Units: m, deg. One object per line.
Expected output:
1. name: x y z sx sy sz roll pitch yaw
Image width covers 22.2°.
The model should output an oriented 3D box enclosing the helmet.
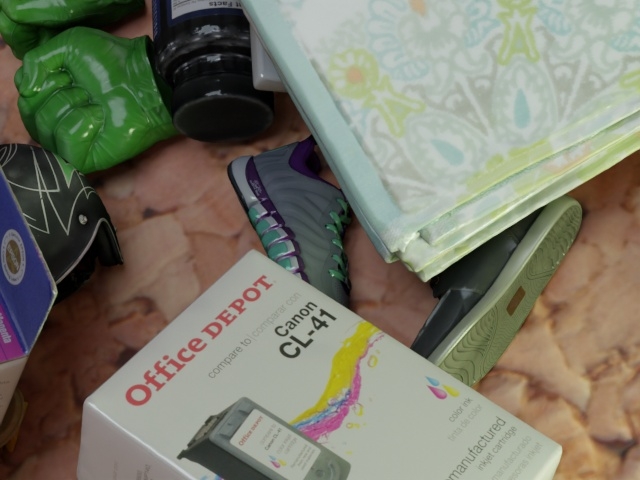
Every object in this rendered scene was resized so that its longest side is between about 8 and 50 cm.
1. helmet: -0.267 -0.006 1.451 0.169 0.161 0.169 -5 67 13

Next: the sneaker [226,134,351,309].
1. sneaker: 0.000 0.000 1.425 0.098 0.083 0.223 -26 63 -2

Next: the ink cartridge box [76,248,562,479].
1. ink cartridge box: -0.004 0.178 1.261 0.306 0.131 0.226 33 49 17

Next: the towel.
1. towel: 0.113 -0.196 1.353 0.320 0.090 0.374 -30 79 2

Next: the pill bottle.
1. pill bottle: -0.096 -0.208 1.512 0.123 0.123 0.219 -9 67 11

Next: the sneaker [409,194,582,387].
1. sneaker: 0.115 0.034 1.388 0.118 0.083 0.222 29 72 31

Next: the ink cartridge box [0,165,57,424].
1. ink cartridge box: -0.351 0.036 1.380 0.071 0.330 0.324 -6 50 -34

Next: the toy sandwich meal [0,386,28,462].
1. toy sandwich meal: -0.298 0.164 1.465 0.085 0.029 0.085 -10 55 15

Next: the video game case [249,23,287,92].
1. video game case: 0.034 -0.231 1.484 0.206 0.026 0.227 4 65 -18

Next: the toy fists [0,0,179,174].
1. toy fists: -0.236 -0.189 1.557 0.142 0.096 0.279 -23 65 7
